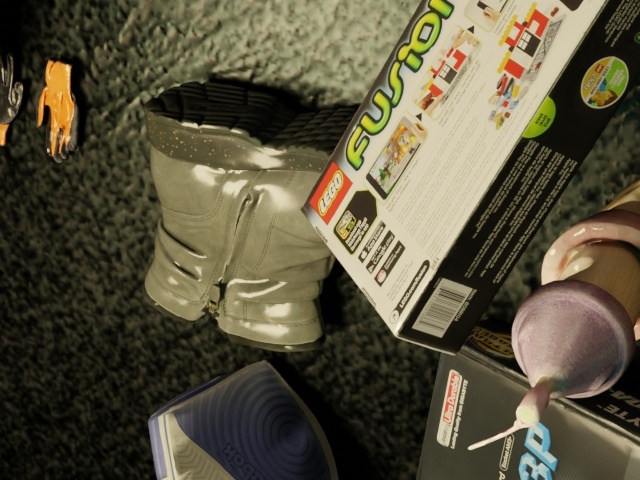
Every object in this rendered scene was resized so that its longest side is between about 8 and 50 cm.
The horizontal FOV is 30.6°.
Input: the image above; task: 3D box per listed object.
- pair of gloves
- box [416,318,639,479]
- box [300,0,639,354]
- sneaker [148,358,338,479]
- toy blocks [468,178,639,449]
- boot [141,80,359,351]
[{"bbox_3d":[-0.200,-0.095,0.804,0.083,0.010,0.074,17,116,20],"label":"pair of gloves"},{"bbox_3d":[0.137,0.181,0.704,0.175,0.051,0.220,28,120,37],"label":"box"},{"bbox_3d":[0.073,-0.068,0.492,0.036,0.114,0.207,20,109,-32],"label":"box"},{"bbox_3d":[-0.051,0.257,0.792,0.182,0.127,0.315,-32,81,47],"label":"sneaker"},{"bbox_3d":[0.218,-0.019,0.510,0.289,0.260,0.309,-38,91,29],"label":"toy blocks"},{"bbox_3d":[0.000,0.000,0.726,0.247,0.083,0.161,14,123,21],"label":"boot"}]
